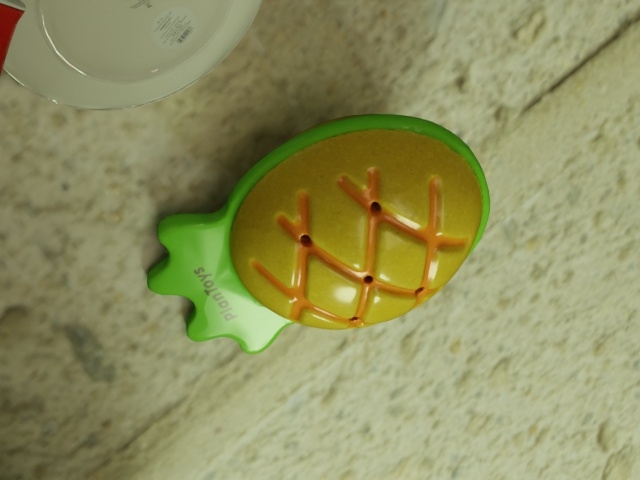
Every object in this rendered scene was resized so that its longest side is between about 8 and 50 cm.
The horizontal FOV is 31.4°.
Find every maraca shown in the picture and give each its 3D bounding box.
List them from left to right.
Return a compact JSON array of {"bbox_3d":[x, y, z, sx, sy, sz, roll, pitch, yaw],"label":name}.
[{"bbox_3d":[0.000,0.000,0.603,0.186,0.099,0.127,-25,124,10],"label":"maraca"}]

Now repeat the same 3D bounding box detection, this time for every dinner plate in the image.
[{"bbox_3d":[-0.085,-0.115,0.518,0.141,0.017,0.141,-19,139,-18],"label":"dinner plate"}]

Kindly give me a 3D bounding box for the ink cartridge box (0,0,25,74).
[{"bbox_3d":[-0.293,0.010,0.392,0.272,0.130,0.309,13,104,-39],"label":"ink cartridge box"}]
